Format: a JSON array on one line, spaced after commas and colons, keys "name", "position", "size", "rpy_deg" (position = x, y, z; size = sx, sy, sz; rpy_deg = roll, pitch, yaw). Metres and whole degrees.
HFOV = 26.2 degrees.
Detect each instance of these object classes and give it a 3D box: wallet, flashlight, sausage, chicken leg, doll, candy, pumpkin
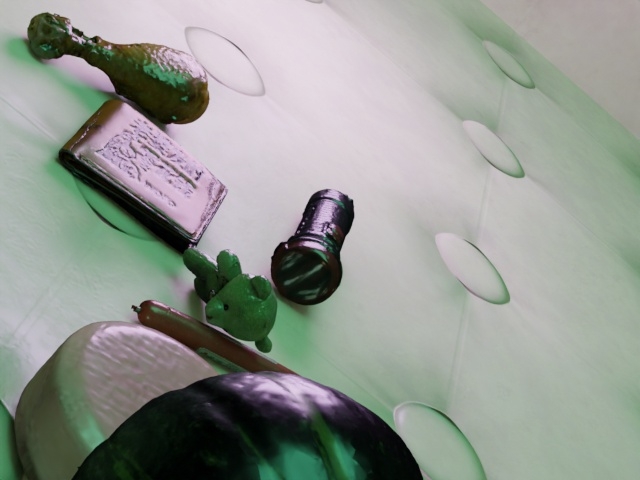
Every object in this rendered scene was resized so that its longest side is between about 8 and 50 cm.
[{"name": "wallet", "position": [-0.206, -0.081, 1.653], "size": [0.195, 0.042, 0.161], "rpy_deg": [39, 27, -9]}, {"name": "flashlight", "position": [0.000, 0.000, 1.778], "size": [0.093, 0.093, 0.232], "rpy_deg": [40, 26, -7]}, {"name": "sausage", "position": [-0.100, 0.124, 1.513], "size": [0.253, 0.034, 0.034], "rpy_deg": [30, 29, -25]}, {"name": "chicken leg", "position": [-0.255, -0.225, 1.759], "size": [0.251, 0.087, 0.107], "rpy_deg": [22, 22, -26]}, {"name": "doll", "position": [-0.107, 0.064, 1.525], "size": [0.077, 0.115, 0.150], "rpy_deg": [-24, 34, -27]}, {"name": "candy", "position": [-0.161, 0.192, 1.258], "size": [0.255, 0.094, 0.255], "rpy_deg": [34, 28, -21]}, {"name": "pumpkin", "position": [-0.057, 0.261, 1.059], "size": [0.323, 0.323, 0.241], "rpy_deg": [21, 6, -38]}]
